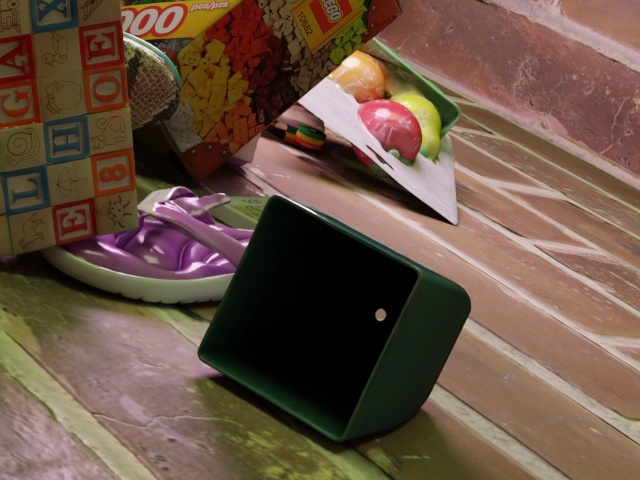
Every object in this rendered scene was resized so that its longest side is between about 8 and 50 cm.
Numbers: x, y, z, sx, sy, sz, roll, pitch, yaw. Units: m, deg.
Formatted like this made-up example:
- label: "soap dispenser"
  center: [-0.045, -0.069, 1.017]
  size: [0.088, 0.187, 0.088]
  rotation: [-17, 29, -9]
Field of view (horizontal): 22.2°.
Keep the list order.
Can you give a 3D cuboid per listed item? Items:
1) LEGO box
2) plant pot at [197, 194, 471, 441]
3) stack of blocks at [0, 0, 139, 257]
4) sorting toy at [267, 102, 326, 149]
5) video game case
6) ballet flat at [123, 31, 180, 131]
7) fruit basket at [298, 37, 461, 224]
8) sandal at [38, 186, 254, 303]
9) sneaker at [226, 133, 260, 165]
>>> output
- label: "LEGO box"
  center: [-0.196, -0.343, 2.249]
  size: [0.500, 0.372, 0.193]
  rotation: [34, -20, 45]
- label: "plant pot"
  center: [0.039, 0.077, 1.522]
  size: [0.166, 0.165, 0.234]
  rotation: [28, 7, 26]
- label: "stack of blocks"
  center: [-0.271, -0.142, 1.502]
  size: [0.171, 0.297, 0.087]
  rotation: [-12, 28, -22]
- label: "sorting toy"
  center: [-0.064, -0.195, 2.641]
  size: [0.132, 0.046, 0.274]
  rotation: [20, 14, -7]
- label: "video game case"
  center: [0.000, 0.000, 2.032]
  size: [0.227, 0.026, 0.206]
  rotation: [29, 16, 28]
- label: "ballet flat"
  center: [-0.402, -0.207, 1.979]
  size: [0.483, 0.164, 0.182]
  rotation: [23, 49, 26]
- label: "fruit basket"
  center: [0.086, -0.187, 2.606]
  size: [0.327, 0.165, 0.353]
  rotation: [37, 29, -15]
- label: "sandal"
  center: [-0.123, -0.008, 1.711]
  size: [0.416, 0.102, 0.169]
  rotation: [5, 20, -48]
- label: "sneaker"
  center: [-0.165, -0.220, 2.361]
  size: [0.114, 0.152, 0.305]
  rotation: [14, 15, -44]
